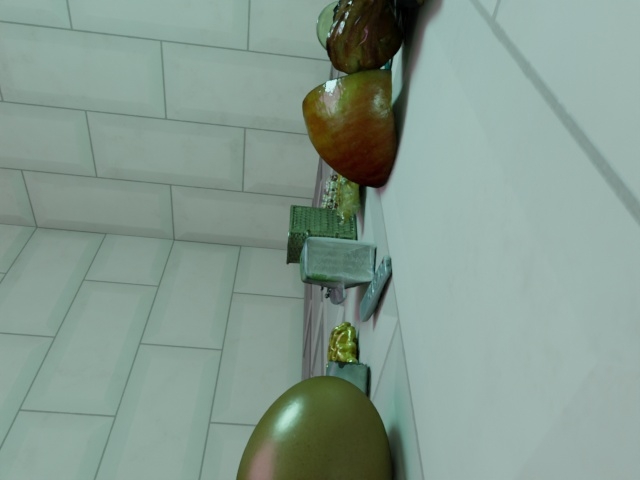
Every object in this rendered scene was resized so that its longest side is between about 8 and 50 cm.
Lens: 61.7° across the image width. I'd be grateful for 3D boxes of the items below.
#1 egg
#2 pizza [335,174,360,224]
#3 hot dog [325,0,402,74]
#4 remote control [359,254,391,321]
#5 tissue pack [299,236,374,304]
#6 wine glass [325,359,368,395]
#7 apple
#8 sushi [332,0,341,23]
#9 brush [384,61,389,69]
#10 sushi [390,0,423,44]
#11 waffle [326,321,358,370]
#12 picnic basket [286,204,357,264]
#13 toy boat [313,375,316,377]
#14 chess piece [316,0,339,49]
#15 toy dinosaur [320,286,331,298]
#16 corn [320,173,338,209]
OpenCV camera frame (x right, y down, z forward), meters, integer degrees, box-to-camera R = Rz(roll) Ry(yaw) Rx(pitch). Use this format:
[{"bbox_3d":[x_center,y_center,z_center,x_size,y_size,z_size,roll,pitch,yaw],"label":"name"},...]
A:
[{"bbox_3d":[-0.008,0.381,0.859,0.250,0.250,0.322,128,153,-82],"label":"egg"},{"bbox_3d":[0.082,-0.146,1.487,0.280,0.075,0.287,93,-179,-52],"label":"pizza"},{"bbox_3d":[0.105,-0.458,1.044,0.196,0.122,0.272,70,-141,-62],"label":"hot dog"},{"bbox_3d":[0.114,0.102,1.090,0.184,0.027,0.050,108,166,-49],"label":"remote control"},{"bbox_3d":[0.032,0.080,1.287,0.229,0.159,0.145,122,152,-80],"label":"tissue pack"},{"bbox_3d":[-0.027,0.412,1.171,0.096,0.264,0.309,20,-108,-57],"label":"wine glass"},{"bbox_3d":[0.073,-0.243,1.174,0.179,0.254,0.346,-53,4,-7],"label":"apple"},{"bbox_3d":[0.106,-0.564,1.247,0.150,0.153,0.172,-60,-4,34],"label":"sushi"},{"bbox_3d":[0.158,-0.461,1.200,0.043,0.032,0.193,-100,4,-60],"label":"brush"},{"bbox_3d":[0.172,-0.526,0.944,0.264,0.050,0.290,-6,-80,-75],"label":"sushi"},{"bbox_3d":[0.047,0.366,1.370,0.283,0.065,0.309,107,169,-66],"label":"waffle"},{"bbox_3d":[0.000,0.000,1.558,0.134,0.196,0.154,101,172,-46],"label":"picnic basket"},{"bbox_3d":[-0.008,0.379,1.339,0.084,0.066,0.210,-54,-3,-3],"label":"toy boat"},{"bbox_3d":[0.081,-0.675,1.704,0.299,0.167,0.167,-79,-4,-67],"label":"chess piece"},{"bbox_3d":[0.064,0.098,1.791,0.179,0.087,0.187,-32,61,38],"label":"toy dinosaur"},{"bbox_3d":[0.040,-0.096,1.918,0.092,0.092,0.280,125,155,-81],"label":"corn"}]
